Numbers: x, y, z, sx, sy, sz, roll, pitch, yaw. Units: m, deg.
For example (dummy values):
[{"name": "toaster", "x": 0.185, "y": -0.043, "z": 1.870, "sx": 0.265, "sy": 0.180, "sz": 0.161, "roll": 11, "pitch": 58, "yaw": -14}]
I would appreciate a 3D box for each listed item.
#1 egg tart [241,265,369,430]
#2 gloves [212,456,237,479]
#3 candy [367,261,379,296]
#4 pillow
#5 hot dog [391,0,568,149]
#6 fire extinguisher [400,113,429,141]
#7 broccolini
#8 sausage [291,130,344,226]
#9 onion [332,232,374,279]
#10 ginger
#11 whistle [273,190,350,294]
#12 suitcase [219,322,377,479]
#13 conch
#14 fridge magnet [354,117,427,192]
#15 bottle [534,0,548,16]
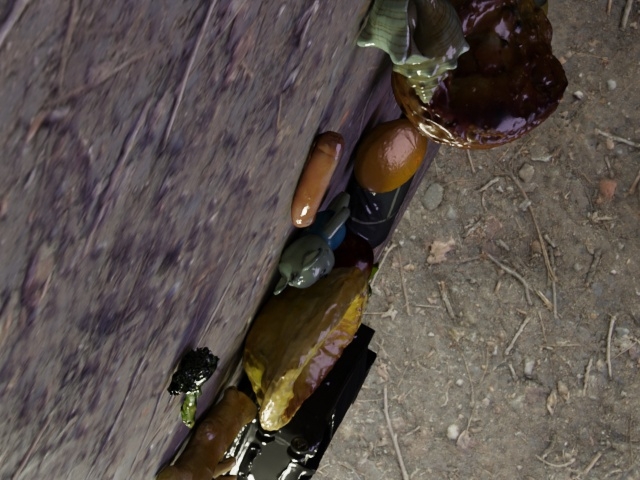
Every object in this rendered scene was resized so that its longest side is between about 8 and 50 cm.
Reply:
[{"name": "egg tart", "x": -0.038, "y": 0.157, "z": 1.869, "sx": 0.319, "sy": 0.128, "sz": 0.319, "roll": -56, "pitch": 168, "yaw": -18}, {"name": "gloves", "x": -0.200, "y": 0.433, "z": 1.882, "sx": 0.164, "sy": 0.124, "sz": 0.203, "roll": -174, "pitch": -89, "yaw": -73}, {"name": "candy", "x": 0.033, "y": 0.078, "z": 2.223, "sx": 0.246, "sy": 0.149, "sz": 0.069, "roll": -32, "pitch": 112, "yaw": -80}, {"name": "pillow", "x": 0.102, "y": -0.085, "z": 2.121, "sx": 0.161, "sy": 0.093, "sz": 0.335, "roll": -43, "pitch": 163, "yaw": -42}, {"name": "hot dog", "x": 0.257, "y": -0.293, "z": 1.792, "sx": 0.174, "sy": 0.267, "sz": 0.387, "roll": -15, "pitch": -163, "yaw": 40}, {"name": "fire extinguisher", "x": 0.183, "y": -0.222, "z": 2.337, "sx": 0.231, "sy": 0.071, "sz": 0.099, "roll": -64, "pitch": -159, "yaw": 13}, {"name": "broccolini", "x": -0.171, "y": 0.190, "z": 1.479, "sx": 0.254, "sy": 0.071, "sz": 0.057, "roll": 120, "pitch": -41, "yaw": -67}, {"name": "sausage", "x": -0.007, "y": -0.077, "z": 1.531, "sx": 0.176, "sy": 0.040, "sz": 0.047, "roll": 112, "pitch": 3, "yaw": -47}, {"name": "onion", "x": 0.042, "y": 0.034, "z": 2.076, "sx": 0.117, "sy": 0.118, "sz": 0.118, "roll": -20, "pitch": 143, "yaw": -48}, {"name": "ginger", "x": -0.177, "y": 0.328, "z": 1.800, "sx": 0.299, "sy": 0.065, "sz": 0.118, "roll": -55, "pitch": 152, "yaw": -55}, {"name": "whistle", "x": 0.000, "y": 0.000, "z": 1.784, "sx": 0.114, "sy": 0.077, "sz": 0.235, "roll": -42, "pitch": -170, "yaw": 38}, {"name": "suitcase", "x": -0.052, "y": 0.317, "z": 2.164, "sx": 0.434, "sy": 0.194, "sz": 0.283, "roll": -52, "pitch": 168, "yaw": -55}, {"name": "conch", "x": 0.100, "y": -0.255, "z": 1.393, "sx": 0.234, "sy": 0.114, "sz": 0.137, "roll": 46, "pitch": 56, "yaw": -47}, {"name": "fridge magnet", "x": 0.115, "y": -0.144, "z": 1.937, "sx": 0.143, "sy": 0.063, "sz": 0.143, "roll": -21, "pitch": 134, "yaw": -23}, {"name": "bottle", "x": 0.370, "y": -0.451, "z": 2.315, "sx": 0.171, "sy": 0.172, "sz": 0.351, "roll": -55, "pitch": 172, "yaw": -44}]
